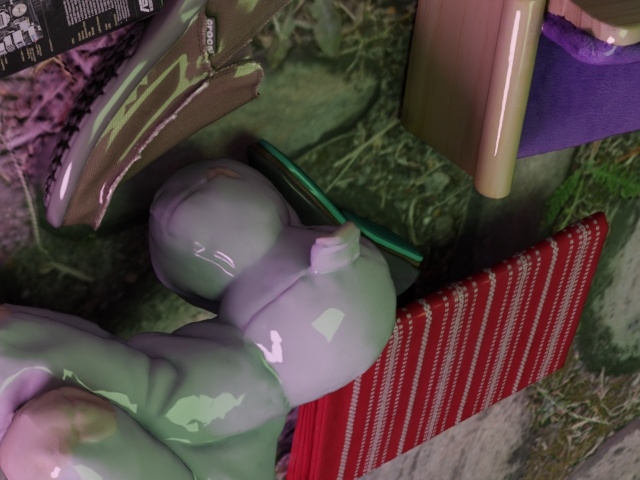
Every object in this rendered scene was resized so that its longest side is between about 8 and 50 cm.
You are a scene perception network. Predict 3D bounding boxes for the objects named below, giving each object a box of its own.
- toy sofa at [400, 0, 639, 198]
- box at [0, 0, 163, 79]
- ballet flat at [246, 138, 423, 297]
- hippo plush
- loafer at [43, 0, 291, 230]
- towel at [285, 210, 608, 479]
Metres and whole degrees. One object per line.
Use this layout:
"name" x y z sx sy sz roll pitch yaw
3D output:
"toy sofa" 0.251 -0.136 1.207 0.362 0.177 0.150 -14 127 -33
"box" -0.176 -0.184 0.893 0.147 0.077 0.180 -28 133 -22
"ballet flat" 0.000 0.000 1.181 0.074 0.074 0.203 -52 140 4
"hippo plush" -0.068 0.070 1.027 0.236 0.294 0.234 -51 159 -1
"loafer" -0.075 -0.101 1.008 0.087 0.094 0.251 35 95 -16
"towel" 0.097 0.090 1.321 0.275 0.031 0.199 -25 147 -24
